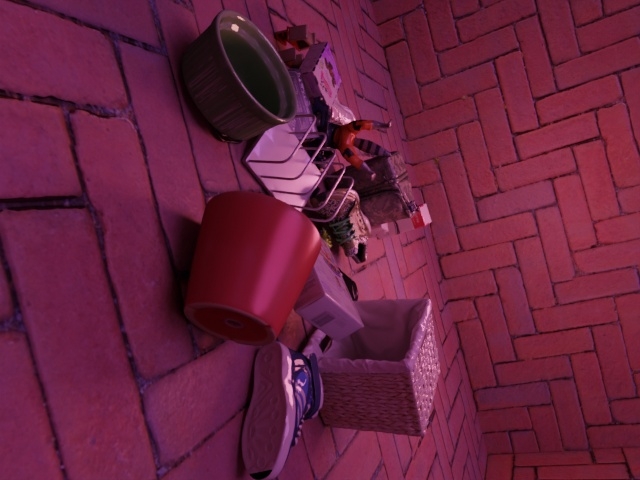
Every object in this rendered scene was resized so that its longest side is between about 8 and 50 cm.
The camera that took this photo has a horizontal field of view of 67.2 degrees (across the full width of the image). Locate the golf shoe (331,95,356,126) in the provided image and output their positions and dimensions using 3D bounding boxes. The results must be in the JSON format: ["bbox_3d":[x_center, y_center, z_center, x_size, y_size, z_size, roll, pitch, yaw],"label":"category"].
[{"bbox_3d":[0.046,-0.516,1.968,0.306,0.115,0.140,47,46,-36],"label":"golf shoe"}]

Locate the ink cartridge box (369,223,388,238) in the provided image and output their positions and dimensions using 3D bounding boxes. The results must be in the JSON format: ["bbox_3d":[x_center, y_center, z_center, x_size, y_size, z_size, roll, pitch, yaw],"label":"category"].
[{"bbox_3d":[0.240,-0.088,2.148,0.090,0.092,0.143,24,55,-60],"label":"ink cartridge box"}]

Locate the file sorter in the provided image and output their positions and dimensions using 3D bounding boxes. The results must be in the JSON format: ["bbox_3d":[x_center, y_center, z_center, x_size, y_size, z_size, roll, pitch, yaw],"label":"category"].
[{"bbox_3d":[-0.050,-0.205,1.407,0.193,0.173,0.278,-60,137,-22],"label":"file sorter"}]

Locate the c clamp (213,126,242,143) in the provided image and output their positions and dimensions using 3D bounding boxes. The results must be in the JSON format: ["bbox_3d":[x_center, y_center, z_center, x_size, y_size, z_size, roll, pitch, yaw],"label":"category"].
[{"bbox_3d":[-0.252,-0.327,1.300,0.160,0.022,0.137,-34,113,-66],"label":"c clamp"}]

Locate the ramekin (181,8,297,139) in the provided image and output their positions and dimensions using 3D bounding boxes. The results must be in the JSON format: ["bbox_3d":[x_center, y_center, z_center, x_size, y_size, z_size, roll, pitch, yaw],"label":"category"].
[{"bbox_3d":[-0.207,-0.407,1.233,0.303,0.148,0.303,42,35,-39],"label":"ramekin"}]

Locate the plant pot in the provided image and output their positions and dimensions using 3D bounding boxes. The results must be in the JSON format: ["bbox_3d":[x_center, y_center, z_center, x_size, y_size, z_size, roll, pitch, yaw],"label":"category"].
[{"bbox_3d":[-0.153,0.072,1.021,0.275,0.274,0.243,51,43,-43],"label":"plant pot"}]

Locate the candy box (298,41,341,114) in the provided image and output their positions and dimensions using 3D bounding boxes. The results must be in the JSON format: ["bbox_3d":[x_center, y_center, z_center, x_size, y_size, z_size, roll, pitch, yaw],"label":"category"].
[{"bbox_3d":[-0.001,-0.560,1.671,0.165,0.070,0.196,63,35,-43],"label":"candy box"}]

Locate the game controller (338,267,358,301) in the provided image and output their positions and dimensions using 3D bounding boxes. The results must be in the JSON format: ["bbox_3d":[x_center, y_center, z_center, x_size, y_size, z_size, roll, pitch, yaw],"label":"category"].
[{"bbox_3d":[0.056,0.162,1.664,0.319,0.067,0.166,43,25,-51],"label":"game controller"}]

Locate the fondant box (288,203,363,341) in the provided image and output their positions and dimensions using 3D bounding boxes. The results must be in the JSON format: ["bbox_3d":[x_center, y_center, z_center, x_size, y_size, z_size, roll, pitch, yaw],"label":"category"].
[{"bbox_3d":[-0.021,0.090,1.340,0.238,0.096,0.330,45,17,-48],"label":"fondant box"}]

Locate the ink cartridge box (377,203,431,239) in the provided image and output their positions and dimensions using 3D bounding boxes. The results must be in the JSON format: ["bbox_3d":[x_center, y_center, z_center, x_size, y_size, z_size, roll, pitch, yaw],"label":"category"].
[{"bbox_3d":[0.392,-0.092,2.307,0.172,0.237,0.100,-22,94,-66],"label":"ink cartridge box"}]

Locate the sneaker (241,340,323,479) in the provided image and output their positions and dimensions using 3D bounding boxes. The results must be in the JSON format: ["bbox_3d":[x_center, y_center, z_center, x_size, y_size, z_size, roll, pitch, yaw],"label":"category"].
[{"bbox_3d":[-0.062,0.420,1.151,0.236,0.130,0.323,47,31,-41],"label":"sneaker"}]

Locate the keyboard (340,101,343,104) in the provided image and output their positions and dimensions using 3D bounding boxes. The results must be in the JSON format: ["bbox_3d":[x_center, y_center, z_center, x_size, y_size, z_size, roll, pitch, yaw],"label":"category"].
[{"bbox_3d":[0.104,-0.521,2.197,0.072,0.014,0.256,54,32,-49],"label":"keyboard"}]

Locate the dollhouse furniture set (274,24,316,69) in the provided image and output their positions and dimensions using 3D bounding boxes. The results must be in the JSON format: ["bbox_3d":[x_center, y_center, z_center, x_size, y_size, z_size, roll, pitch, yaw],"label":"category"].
[{"bbox_3d":[-0.089,-0.624,1.736,0.262,0.135,0.259,6,83,-65],"label":"dollhouse furniture set"}]

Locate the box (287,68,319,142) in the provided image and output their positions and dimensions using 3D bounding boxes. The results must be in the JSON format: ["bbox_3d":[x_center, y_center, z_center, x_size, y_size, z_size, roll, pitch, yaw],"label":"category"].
[{"bbox_3d":[-0.115,-0.416,1.509,0.183,0.056,0.231,-18,93,-38],"label":"box"}]

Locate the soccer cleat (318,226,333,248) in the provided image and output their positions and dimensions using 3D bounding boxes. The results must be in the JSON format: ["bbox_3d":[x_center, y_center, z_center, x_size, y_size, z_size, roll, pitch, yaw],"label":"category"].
[{"bbox_3d":[0.000,0.000,1.620,0.060,0.072,0.179,56,7,-12],"label":"soccer cleat"}]

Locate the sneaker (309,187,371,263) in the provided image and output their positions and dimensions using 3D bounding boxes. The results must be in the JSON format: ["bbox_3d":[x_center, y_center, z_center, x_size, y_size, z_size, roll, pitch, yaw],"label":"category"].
[{"bbox_3d":[0.096,-0.040,1.678,0.410,0.158,0.182,43,31,-56],"label":"sneaker"}]

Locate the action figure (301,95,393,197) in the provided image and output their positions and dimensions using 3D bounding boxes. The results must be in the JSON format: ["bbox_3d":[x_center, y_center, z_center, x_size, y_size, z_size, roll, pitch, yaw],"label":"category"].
[{"bbox_3d":[0.056,-0.300,1.648,0.178,0.330,0.341,-21,127,-60],"label":"action figure"}]

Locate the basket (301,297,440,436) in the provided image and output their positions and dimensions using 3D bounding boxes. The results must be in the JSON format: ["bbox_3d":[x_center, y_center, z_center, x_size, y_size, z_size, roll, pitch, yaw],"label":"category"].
[{"bbox_3d":[0.160,0.361,1.420,0.328,0.331,0.267,-49,130,-57],"label":"basket"}]

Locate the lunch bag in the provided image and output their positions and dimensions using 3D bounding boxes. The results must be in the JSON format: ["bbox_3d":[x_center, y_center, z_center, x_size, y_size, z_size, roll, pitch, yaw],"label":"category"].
[{"bbox_3d":[0.206,-0.181,1.866,0.256,0.305,0.212,69,25,-12],"label":"lunch bag"}]
